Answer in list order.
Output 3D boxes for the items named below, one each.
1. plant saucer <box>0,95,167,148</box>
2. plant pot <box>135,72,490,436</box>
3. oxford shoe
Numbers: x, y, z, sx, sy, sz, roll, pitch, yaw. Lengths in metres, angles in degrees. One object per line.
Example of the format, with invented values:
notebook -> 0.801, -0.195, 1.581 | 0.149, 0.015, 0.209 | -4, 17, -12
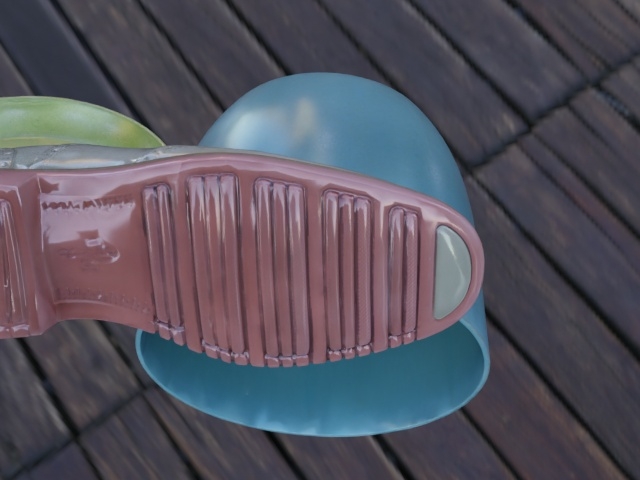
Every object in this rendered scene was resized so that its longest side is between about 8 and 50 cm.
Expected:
plant saucer -> -0.236, -0.039, 1.426 | 0.241, 0.037, 0.241 | 5, 36, -3
plant pot -> 0.000, 0.000, 1.488 | 0.293, 0.293, 0.235 | -5, 58, 15
oxford shoe -> -0.092, -0.013, 1.125 | 0.397, 0.140, 0.146 | 5, 22, 4
